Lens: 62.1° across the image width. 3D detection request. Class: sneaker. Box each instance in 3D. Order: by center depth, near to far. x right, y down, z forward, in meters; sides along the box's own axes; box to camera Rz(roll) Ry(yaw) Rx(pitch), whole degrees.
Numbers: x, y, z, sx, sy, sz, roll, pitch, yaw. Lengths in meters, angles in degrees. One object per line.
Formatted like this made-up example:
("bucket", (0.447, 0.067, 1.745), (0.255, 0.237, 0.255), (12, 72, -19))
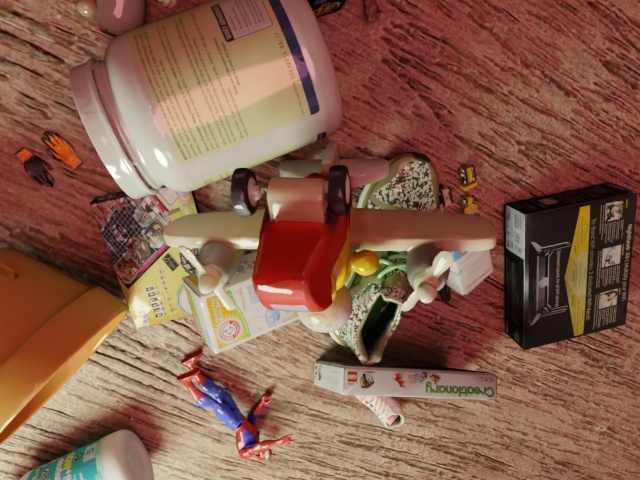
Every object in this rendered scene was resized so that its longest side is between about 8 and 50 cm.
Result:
("sneaker", (0.134, 0.048, 0.958), (0.158, 0.182, 0.409), (11, 107, -16))
("sneaker", (0.128, 0.350, 1.129), (0.134, 0.070, 0.051), (37, 100, -21))

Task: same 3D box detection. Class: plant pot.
("plant pot", (-0.477, 0.149, 0.821), (0.203, 0.291, 0.291), (42, 97, -7))

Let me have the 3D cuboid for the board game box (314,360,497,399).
("board game box", (0.159, 0.273, 1.044), (0.306, 0.193, 0.053), (6, 79, -14))

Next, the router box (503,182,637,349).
("router box", (0.510, 0.054, 1.100), (0.243, 0.081, 0.308), (-11, 112, -8))

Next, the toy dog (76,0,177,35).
("toy dog", (-0.309, -0.447, 0.679), (0.161, 0.220, 0.333), (-13, 104, -32))

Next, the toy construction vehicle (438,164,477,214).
("toy construction vehicle", (0.261, -0.088, 1.021), (0.086, 0.035, 0.098), (-26, 116, -14))

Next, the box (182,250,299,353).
("box", (-0.121, 0.094, 0.930), (0.203, 0.103, 0.114), (-19, 114, -25))

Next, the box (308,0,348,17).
("box", (-0.032, -0.468, 0.661), (0.080, 0.257, 0.321), (-21, 101, -6))

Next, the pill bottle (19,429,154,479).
("pill bottle", (-0.464, 0.476, 1.001), (0.264, 0.146, 0.146), (-25, 113, -3))

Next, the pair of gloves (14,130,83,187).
("pair of gloves", (-0.438, -0.130, 0.856), (0.083, 0.010, 0.074), (-35, 114, 2))

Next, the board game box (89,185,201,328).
("board game box", (-0.278, 0.024, 0.932), (0.165, 0.042, 0.243), (-14, 112, -7))

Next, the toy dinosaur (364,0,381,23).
("toy dinosaur", (0.060, -0.455, 0.831), (0.113, 0.064, 0.211), (-14, 123, -21))

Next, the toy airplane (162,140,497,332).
("toy airplane", (0.000, 0.000, 0.801), (0.385, 0.386, 0.272), (-14, 109, -33))

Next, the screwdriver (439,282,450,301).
("screwdriver", (0.243, 0.046, 1.076), (0.024, 0.025, 0.169), (-14, 104, -7))

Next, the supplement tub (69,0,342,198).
("supplement tub", (-0.155, -0.211, 0.769), (0.325, 0.235, 0.235), (-22, 113, -4))

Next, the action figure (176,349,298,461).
("action figure", (-0.146, 0.329, 1.046), (0.139, 0.091, 0.280), (-25, 113, 7))

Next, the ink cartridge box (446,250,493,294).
("ink cartridge box", (0.281, 0.032, 1.031), (0.089, 0.052, 0.122), (-36, 127, -16))
